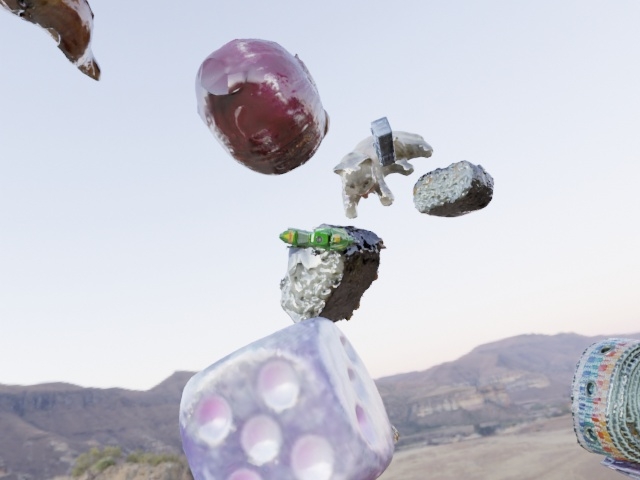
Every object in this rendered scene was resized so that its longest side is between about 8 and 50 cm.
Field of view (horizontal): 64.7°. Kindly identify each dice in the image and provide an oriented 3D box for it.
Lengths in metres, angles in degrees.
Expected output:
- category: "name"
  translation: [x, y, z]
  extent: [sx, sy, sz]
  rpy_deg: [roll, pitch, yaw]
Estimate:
- category: "dice"
  translation: [-0.051, 0.303, 0.862]
  extent: [0.270, 0.271, 0.270]
  rpy_deg: [-30, -14, 11]

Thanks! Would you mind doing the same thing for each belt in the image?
- category: "belt"
  translation: [0.693, 0.363, 1.132]
  extent: [0.207, 0.294, 0.160]
  rpy_deg: [29, -15, -10]

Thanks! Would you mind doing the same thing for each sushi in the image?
- category: "sushi"
  translation: [0.023, 0.089, 1.423]
  extent: [0.208, 0.234, 0.348]
  rpy_deg: [-3, -42, -40]
- category: "sushi"
  translation: [0.361, -0.135, 1.398]
  extent: [0.126, 0.136, 0.225]
  rpy_deg: [19, -18, -23]

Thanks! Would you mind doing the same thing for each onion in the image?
- category: "onion"
  translation: [-0.102, -0.235, 0.899]
  extent: [0.216, 0.206, 0.206]
  rpy_deg: [-32, -26, 4]

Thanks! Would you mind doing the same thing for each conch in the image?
- category: "conch"
  translation: [-0.319, -0.276, 0.611]
  extent: [0.080, 0.086, 0.233]
  rpy_deg: [-45, -27, 1]

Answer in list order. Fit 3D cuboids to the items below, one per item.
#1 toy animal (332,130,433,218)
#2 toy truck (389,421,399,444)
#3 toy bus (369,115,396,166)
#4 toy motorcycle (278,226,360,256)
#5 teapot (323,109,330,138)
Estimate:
- category: "toy animal"
  translation: [0.183, -0.250, 1.559]
  extent: [0.308, 0.266, 0.188]
  rpy_deg: [-16, -40, 21]
- category: "toy truck"
  translation: [0.061, 0.525, 1.221]
  extent: [0.257, 0.108, 0.140]
  rpy_deg: [-41, -5, 23]
- category: "toy bus"
  translation: [0.159, -0.245, 1.270]
  extent: [0.047, 0.065, 0.166]
  rpy_deg: [-21, -22, 5]
- category: "toy motorcycle"
  translation: [0.000, 0.000, 1.227]
  extent: [0.191, 0.074, 0.106]
  rpy_deg: [2, -5, 6]
- category: "teapot"
  translation: [-0.017, -0.395, 1.703]
  extent: [0.078, 0.098, 0.128]
  rpy_deg: [-4, -56, -30]
